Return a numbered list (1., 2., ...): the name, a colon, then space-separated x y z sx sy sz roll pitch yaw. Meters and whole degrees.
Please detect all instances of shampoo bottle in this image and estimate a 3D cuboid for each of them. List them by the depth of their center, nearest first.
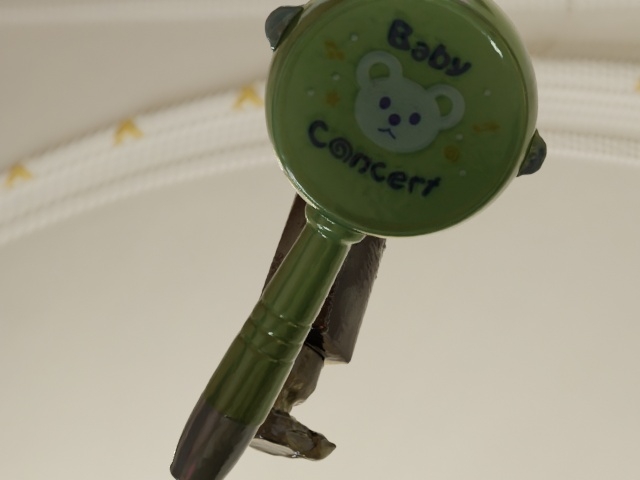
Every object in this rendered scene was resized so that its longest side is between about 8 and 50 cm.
1. shampoo bottle: 0.003 0.023 1.052 0.063 0.057 0.208 3 -116 30

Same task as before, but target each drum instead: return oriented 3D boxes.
1. drum: 0.020 0.005 0.819 0.049 0.130 0.253 -78 -179 -73
